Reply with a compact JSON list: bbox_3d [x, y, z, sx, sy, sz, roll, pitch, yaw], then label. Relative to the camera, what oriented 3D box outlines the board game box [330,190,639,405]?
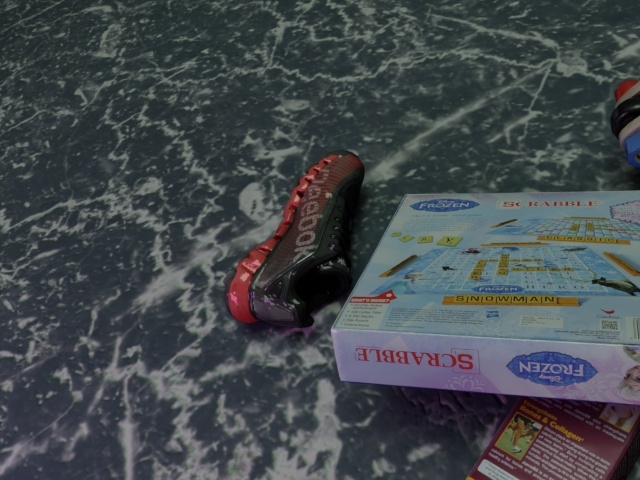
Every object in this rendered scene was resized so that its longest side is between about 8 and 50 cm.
[{"bbox_3d":[0.209,0.038,0.731,0.318,0.066,0.318,1,27,21],"label":"board game box"}]

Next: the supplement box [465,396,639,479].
[{"bbox_3d":[0.229,0.194,0.660,0.104,0.081,0.188,25,63,36],"label":"supplement box"}]

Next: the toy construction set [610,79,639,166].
[{"bbox_3d":[0.490,-0.205,0.773,0.257,0.237,0.309,26,52,15],"label":"toy construction set"}]

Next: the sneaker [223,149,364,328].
[{"bbox_3d":[0.000,0.000,0.902,0.135,0.098,0.276,17,61,32],"label":"sneaker"}]
